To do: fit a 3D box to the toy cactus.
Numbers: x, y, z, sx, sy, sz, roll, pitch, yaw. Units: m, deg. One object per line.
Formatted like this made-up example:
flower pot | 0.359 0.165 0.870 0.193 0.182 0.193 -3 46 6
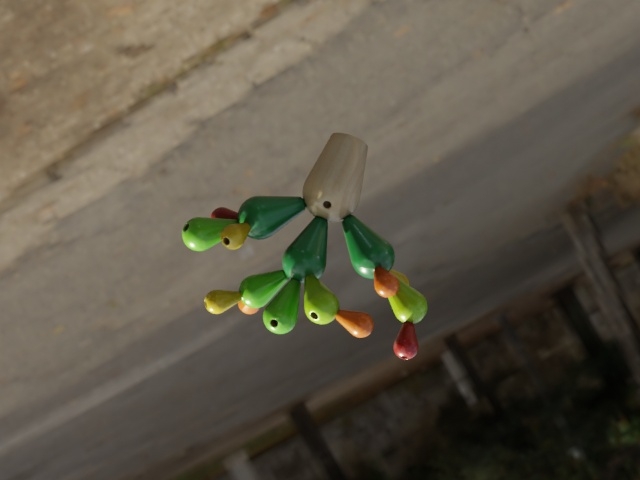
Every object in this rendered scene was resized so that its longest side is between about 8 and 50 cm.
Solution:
toy cactus | 0.000 0.000 1.312 0.112 0.219 0.181 66 43 -73
